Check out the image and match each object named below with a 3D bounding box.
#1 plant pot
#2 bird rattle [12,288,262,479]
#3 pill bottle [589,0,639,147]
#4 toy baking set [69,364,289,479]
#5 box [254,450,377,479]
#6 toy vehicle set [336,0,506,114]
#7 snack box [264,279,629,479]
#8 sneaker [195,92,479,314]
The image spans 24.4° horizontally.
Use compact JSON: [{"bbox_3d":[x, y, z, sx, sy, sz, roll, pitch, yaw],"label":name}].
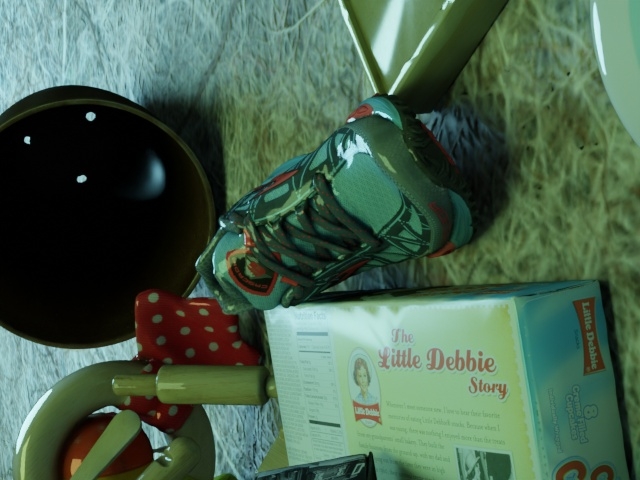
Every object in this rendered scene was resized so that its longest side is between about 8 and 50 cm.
[{"bbox_3d":[-0.216,-0.049,1.295,0.230,0.215,0.215,-122,32,-66],"label":"plant pot"},{"bbox_3d":[-0.140,0.166,1.175,0.143,0.207,0.253,29,127,57],"label":"bird rattle"},{"bbox_3d":[0.211,-0.083,0.435,0.264,0.146,0.146,1,98,64],"label":"pill bottle"},{"bbox_3d":[-0.107,0.179,1.074,0.030,0.256,0.197,61,-143,-59],"label":"toy baking set"},{"bbox_3d":[0.012,0.270,0.748,0.307,0.076,0.242,-75,-26,-82],"label":"box"},{"bbox_3d":[0.038,-0.230,0.877,0.166,0.035,0.267,-56,48,55],"label":"toy vehicle set"},{"bbox_3d":[0.066,0.122,0.890,0.322,0.060,0.187,-6,93,65],"label":"snack box"},{"bbox_3d":[0.000,0.000,0.898,0.104,0.125,0.262,53,157,-3],"label":"sneaker"}]
